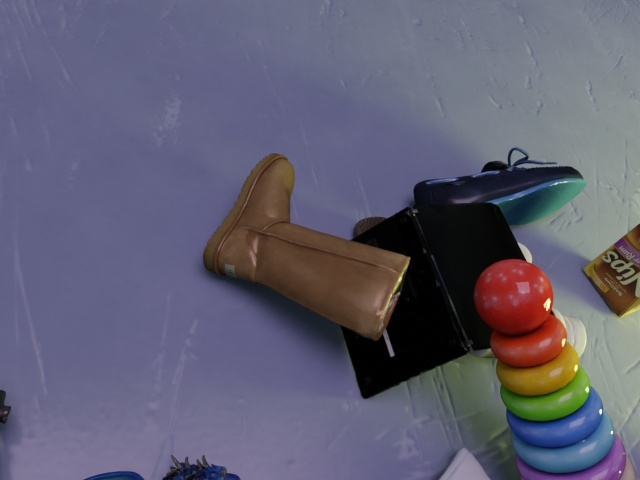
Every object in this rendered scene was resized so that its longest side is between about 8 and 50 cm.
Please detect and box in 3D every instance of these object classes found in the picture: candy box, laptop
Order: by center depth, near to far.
[{"bbox_3d":[0.166,0.079,0.854,0.136,0.264,0.234,28,38,-51],"label":"laptop"},{"bbox_3d":[0.553,0.039,0.985,0.053,0.186,0.109,-12,60,-29],"label":"candy box"}]

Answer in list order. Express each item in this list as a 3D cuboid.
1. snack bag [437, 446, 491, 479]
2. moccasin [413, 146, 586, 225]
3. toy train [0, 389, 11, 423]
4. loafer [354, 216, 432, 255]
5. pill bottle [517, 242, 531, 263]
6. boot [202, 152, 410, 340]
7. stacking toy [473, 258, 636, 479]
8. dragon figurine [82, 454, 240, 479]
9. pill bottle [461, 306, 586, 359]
[{"bbox_3d":[0.210,0.424,0.626,0.342,0.037,0.323,51,36,16],"label":"snack bag"},{"bbox_3d":[0.326,-0.100,1.037,0.342,0.137,0.117,-9,56,-26],"label":"moccasin"},{"bbox_3d":[-0.414,0.265,0.532,0.190,0.142,0.334,14,50,-25],"label":"toy train"},{"bbox_3d":[0.127,0.001,0.953,0.148,0.050,0.056,12,48,9],"label":"loafer"},{"bbox_3d":[0.284,0.052,0.926,0.065,0.116,0.065,9,54,-13],"label":"pill bottle"},{"bbox_3d":[0.000,0.000,0.838,0.269,0.089,0.236,18,63,18],"label":"boot"},{"bbox_3d":[0.277,0.173,0.710,0.141,0.141,0.330,-33,109,-34],"label":"stacking toy"},{"bbox_3d":[-0.222,0.287,0.585,0.289,0.085,0.144,12,55,-29],"label":"dragon figurine"},{"bbox_3d":[0.313,0.140,0.889,0.169,0.094,0.094,9,54,-13],"label":"pill bottle"}]
